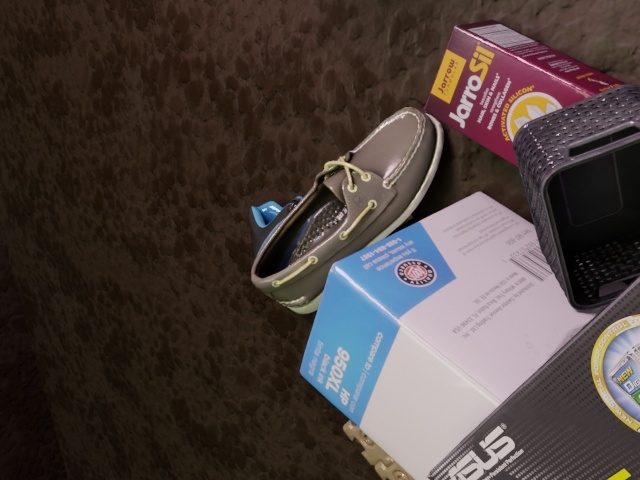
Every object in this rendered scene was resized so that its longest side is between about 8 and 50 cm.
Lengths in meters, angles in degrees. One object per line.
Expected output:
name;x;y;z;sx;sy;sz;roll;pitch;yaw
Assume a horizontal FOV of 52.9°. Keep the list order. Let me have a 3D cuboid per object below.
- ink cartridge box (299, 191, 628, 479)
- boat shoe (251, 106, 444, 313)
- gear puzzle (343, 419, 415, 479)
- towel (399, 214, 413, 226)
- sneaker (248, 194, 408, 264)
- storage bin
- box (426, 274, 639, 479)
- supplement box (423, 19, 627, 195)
ink cartridge box;0.222;0.147;0.650;0.395;0.285;0.166;38;131;28
boat shoe;0.033;-0.044;0.795;0.305;0.091;0.109;-51;46;5
gear puzzle;0.188;0.372;0.971;0.339;0.044;0.175;49;133;14
towel;0.089;-0.055;0.899;0.060;0.009;0.083;-36;81;46
sneaker;0.000;0.000;0.923;0.341;0.125;0.140;-5;101;48
storage bin;0.263;-0.035;0.594;0.122;0.084;0.180;-21;127;11
box;0.218;0.162;0.406;0.216;0.060;0.270;46;133;19
supplement box;0.217;-0.145;0.678;0.188;0.081;0.104;38;131;28
